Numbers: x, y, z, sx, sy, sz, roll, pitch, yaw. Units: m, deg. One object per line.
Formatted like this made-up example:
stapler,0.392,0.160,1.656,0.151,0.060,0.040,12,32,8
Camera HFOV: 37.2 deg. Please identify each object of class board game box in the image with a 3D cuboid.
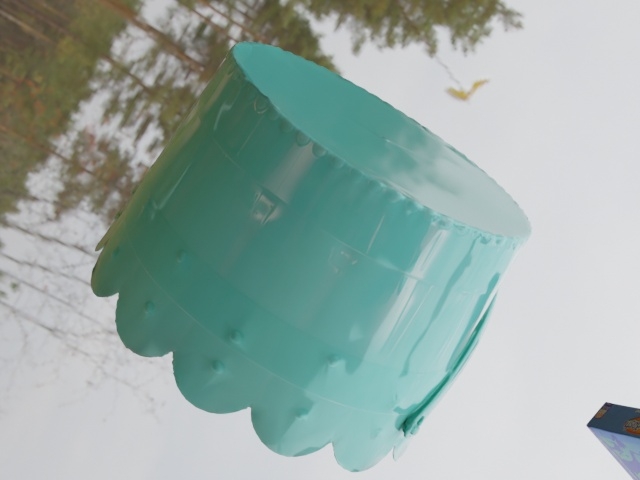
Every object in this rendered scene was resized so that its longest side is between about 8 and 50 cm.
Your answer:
board game box,0.432,0.272,1.125,0.047,0.160,0.210,-44,-171,-15

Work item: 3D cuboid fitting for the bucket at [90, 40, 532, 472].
bucket,0.000,0.000,0.674,0.183,0.281,0.281,-57,-161,19
